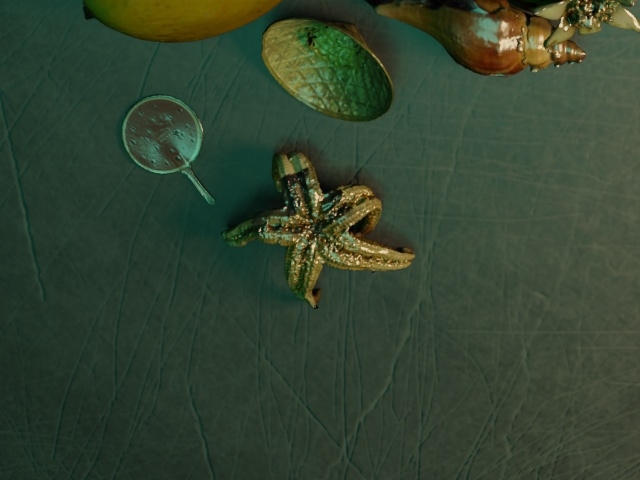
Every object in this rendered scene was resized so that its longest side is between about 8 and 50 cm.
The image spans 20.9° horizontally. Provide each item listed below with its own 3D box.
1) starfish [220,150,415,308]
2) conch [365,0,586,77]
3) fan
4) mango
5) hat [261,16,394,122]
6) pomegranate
[{"bbox_3d":[0.001,0.000,1.769,0.190,0.074,0.146,26,104,-6],"label":"starfish"},{"bbox_3d":[0.142,-0.214,1.673,0.233,0.080,0.086,30,101,-4],"label":"conch"},{"bbox_3d":[-0.149,-0.089,1.784,0.085,0.005,0.133,-32,103,14],"label":"fan"},{"bbox_3d":[-0.086,-0.305,1.632,0.332,0.142,0.195,-25,110,11],"label":"mango"},{"bbox_3d":[0.020,-0.189,1.708,0.146,0.067,0.146,22,150,13],"label":"hat"},{"bbox_3d":[0.226,-0.259,1.609,0.148,0.148,0.169,-10,71,9],"label":"pomegranate"}]
